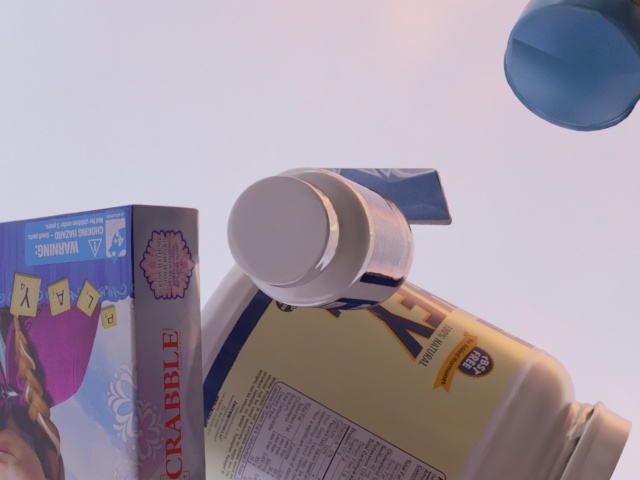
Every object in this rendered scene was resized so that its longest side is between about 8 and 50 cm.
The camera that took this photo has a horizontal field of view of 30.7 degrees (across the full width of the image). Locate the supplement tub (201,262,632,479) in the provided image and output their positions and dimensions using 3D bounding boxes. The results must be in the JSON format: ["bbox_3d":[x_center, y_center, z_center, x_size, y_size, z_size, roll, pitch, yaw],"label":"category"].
[{"bbox_3d":[0.057,0.157,0.942,0.325,0.235,0.235,27,-132,14],"label":"supplement tub"}]

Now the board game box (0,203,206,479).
[{"bbox_3d":[-0.215,0.146,0.819,0.066,0.319,0.317,3,-98,-52],"label":"board game box"}]

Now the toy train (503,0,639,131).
[{"bbox_3d":[0.180,-0.048,0.482,0.248,0.105,0.143,45,-126,-17],"label":"toy train"}]

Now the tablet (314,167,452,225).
[{"bbox_3d":[0.033,-0.026,0.687,0.083,0.006,0.054,0,-141,-7],"label":"tablet"}]

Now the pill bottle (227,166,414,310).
[{"bbox_3d":[0.000,0.000,0.572,0.120,0.067,0.067,14,-119,-70],"label":"pill bottle"}]
